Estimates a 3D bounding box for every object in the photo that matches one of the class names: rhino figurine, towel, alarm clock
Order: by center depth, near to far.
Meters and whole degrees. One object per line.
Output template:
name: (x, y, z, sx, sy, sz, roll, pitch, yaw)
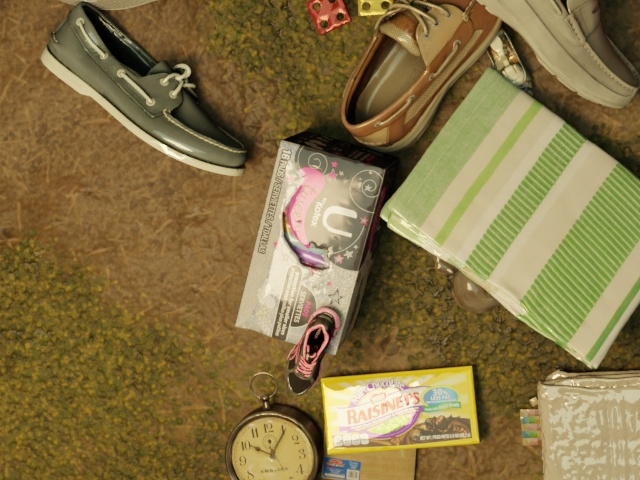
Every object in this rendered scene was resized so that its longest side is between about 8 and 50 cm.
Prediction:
towel: (0.269, -0.027, 1.662, 0.325, 0.038, 0.248, 37, 76, 3)
rhino figurine: (0.266, 0.011, 1.717, 0.243, 0.073, 0.106, -24, 88, 6)
towel: (0.380, 0.305, 1.748, 0.187, 0.049, 0.282, -2, 99, 10)
alarm clock: (-0.064, 0.270, 1.822, 0.129, 0.064, 0.192, -7, 99, 12)

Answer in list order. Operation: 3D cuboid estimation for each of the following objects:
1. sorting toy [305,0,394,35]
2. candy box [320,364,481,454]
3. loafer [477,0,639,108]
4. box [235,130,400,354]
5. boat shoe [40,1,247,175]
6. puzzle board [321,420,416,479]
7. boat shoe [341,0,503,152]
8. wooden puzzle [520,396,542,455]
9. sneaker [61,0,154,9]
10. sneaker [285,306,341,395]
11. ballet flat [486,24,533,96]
sorting toy: (0.006, -0.398, 1.720, 0.132, 0.046, 0.274, -26, 92, 13)
candy box: (0.106, 0.226, 1.792, 0.206, 0.027, 0.105, -6, 84, 10)
loafer: (0.286, -0.278, 1.603, 0.319, 0.112, 0.111, 37, 122, -26)
box: (0.000, 0.000, 1.718, 0.142, 0.163, 0.247, 15, 101, 7)
boat shoe: (-0.220, -0.197, 1.760, 0.319, 0.116, 0.099, 34, 107, 10)
puzzle board: (0.067, 0.284, 1.826, 0.128, 0.011, 0.096, 5, 100, 11)
boat shoe: (0.131, -0.255, 1.666, 0.123, 0.116, 0.324, 34, 103, 27)
wooden puzzle: (0.291, 0.247, 1.779, 0.049, 0.006, 0.083, -4, 98, 12)
sneaker: (-0.251, -0.391, 1.758, 0.256, 0.094, 0.151, -4, 80, 21)
sneaker: (-0.015, 0.140, 1.636, 0.047, 0.057, 0.119, 22, 108, 1)
ballet flat: (0.234, -0.227, 1.705, 0.041, 0.041, 0.114, -27, 93, 13)
